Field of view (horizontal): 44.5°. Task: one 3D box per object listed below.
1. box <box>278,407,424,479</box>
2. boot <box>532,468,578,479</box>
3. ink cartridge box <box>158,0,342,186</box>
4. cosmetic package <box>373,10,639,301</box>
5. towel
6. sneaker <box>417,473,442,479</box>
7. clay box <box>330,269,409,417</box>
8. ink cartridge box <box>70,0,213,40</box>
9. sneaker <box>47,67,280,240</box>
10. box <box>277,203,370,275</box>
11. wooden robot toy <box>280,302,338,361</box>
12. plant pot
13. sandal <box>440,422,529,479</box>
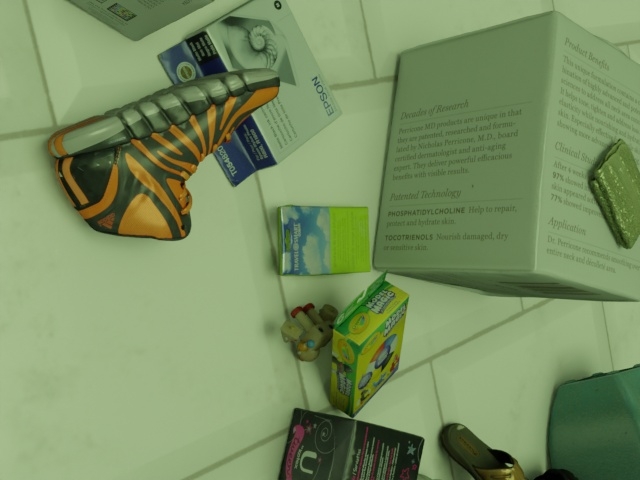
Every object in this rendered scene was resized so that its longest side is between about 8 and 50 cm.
[{"bbox_3d":[0.026,0.386,1.146,0.142,0.163,0.247,24,73,-33],"label":"box"},{"bbox_3d":[0.356,0.514,1.421,0.260,0.348,0.131,1,96,3],"label":"boot"},{"bbox_3d":[-0.093,-0.227,1.150,0.224,0.045,0.223,-42,114,-32],"label":"ink cartridge box"},{"bbox_3d":[0.334,-0.114,1.316,0.330,0.328,0.393,14,80,-38],"label":"cosmetic package"},{"bbox_3d":[0.463,-0.070,1.192,0.110,0.027,0.148,-45,116,-31],"label":"towel"},{"bbox_3d":[0.127,0.503,1.279,0.121,0.099,0.262,34,60,-25],"label":"sneaker"},{"bbox_3d":[0.074,0.159,1.192,0.127,0.053,0.222,-41,150,-33],"label":"clay box"},{"bbox_3d":[-0.166,-0.434,0.954,0.130,0.272,0.309,28,72,-35],"label":"ink cartridge box"},{"bbox_3d":[-0.180,-0.108,1.033,0.321,0.125,0.180,-26,110,-21],"label":"sneaker"},{"bbox_3d":[0.000,0.000,1.218,0.178,0.042,0.108,-1,88,-39],"label":"box"},{"bbox_3d":[-0.012,0.148,1.201,0.173,0.076,0.079,-9,137,-49],"label":"wooden robot toy"},{"bbox_3d":[0.618,0.391,1.591,0.247,0.248,0.252,-2,74,-39],"label":"plant pot"},{"bbox_3d":[0.309,0.394,1.366,0.219,0.060,0.090,43,41,22],"label":"sandal"}]
